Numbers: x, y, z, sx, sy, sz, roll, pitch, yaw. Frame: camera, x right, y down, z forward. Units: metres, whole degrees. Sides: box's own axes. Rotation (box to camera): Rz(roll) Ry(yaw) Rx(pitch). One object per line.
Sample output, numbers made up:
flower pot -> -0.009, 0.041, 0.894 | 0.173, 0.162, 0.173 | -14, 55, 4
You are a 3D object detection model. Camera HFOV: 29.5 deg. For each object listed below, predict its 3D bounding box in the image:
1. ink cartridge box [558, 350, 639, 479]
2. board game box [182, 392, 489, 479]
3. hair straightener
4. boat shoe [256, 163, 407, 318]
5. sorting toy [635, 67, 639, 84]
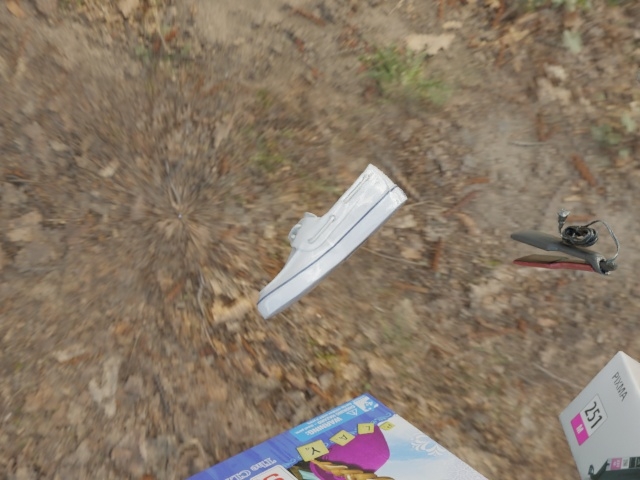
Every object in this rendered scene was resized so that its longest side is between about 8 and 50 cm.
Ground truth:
ink cartridge box -> 0.410, 0.220, 1.462 | 0.060, 0.275, 0.239 | 30, 112, -17
board game box -> 0.007, 0.289, 1.126 | 0.319, 0.318, 0.066 | -23, 119, -26
hair straightener -> 0.344, 0.001, 1.725 | 0.047, 0.230, 0.089 | -14, 101, -22
boat shoe -> 0.000, 0.000, 1.658 | 0.258, 0.095, 0.084 | -41, 84, -14
sorting toy -> 0.366, -0.195, 0.780 | 0.041, 0.307, 0.229 | 47, 68, -16
